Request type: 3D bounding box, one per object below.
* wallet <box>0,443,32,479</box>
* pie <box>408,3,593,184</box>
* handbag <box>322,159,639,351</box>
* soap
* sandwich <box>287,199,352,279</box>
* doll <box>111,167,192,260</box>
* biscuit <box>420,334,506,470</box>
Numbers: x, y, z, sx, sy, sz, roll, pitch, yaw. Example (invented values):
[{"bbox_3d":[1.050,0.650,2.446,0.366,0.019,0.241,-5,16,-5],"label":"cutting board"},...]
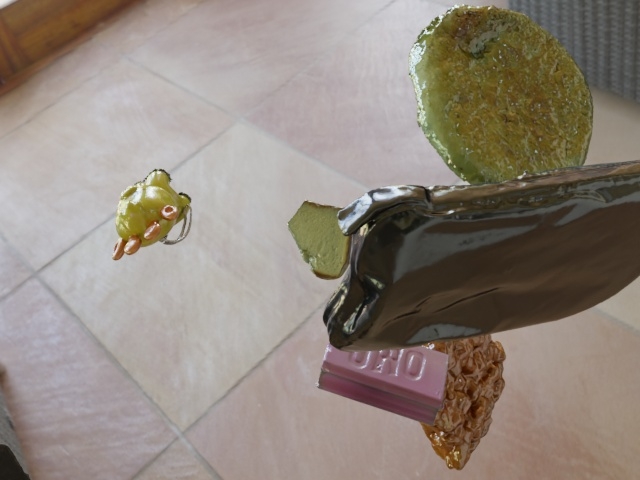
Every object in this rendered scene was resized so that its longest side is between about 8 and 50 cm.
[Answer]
[{"bbox_3d":[-0.423,0.435,0.978,0.042,0.165,0.309,-29,86,12],"label":"wallet"},{"bbox_3d":[0.231,-0.171,0.906,0.277,0.277,0.078,-49,7,-25],"label":"pie"},{"bbox_3d":[0.154,0.012,0.602,0.332,0.191,0.075,-6,53,-20],"label":"handbag"},{"bbox_3d":[0.104,0.214,1.174,0.203,0.065,0.122,18,38,4],"label":"soap"},{"bbox_3d":[0.000,0.000,0.963,0.093,0.036,0.105,6,87,3],"label":"sandwich"},{"bbox_3d":[-0.302,-0.040,1.268,0.143,0.135,0.221,-33,24,9],"label":"doll"},{"bbox_3d":[0.279,0.268,1.468,0.110,0.312,0.318,0,41,39],"label":"biscuit"}]
